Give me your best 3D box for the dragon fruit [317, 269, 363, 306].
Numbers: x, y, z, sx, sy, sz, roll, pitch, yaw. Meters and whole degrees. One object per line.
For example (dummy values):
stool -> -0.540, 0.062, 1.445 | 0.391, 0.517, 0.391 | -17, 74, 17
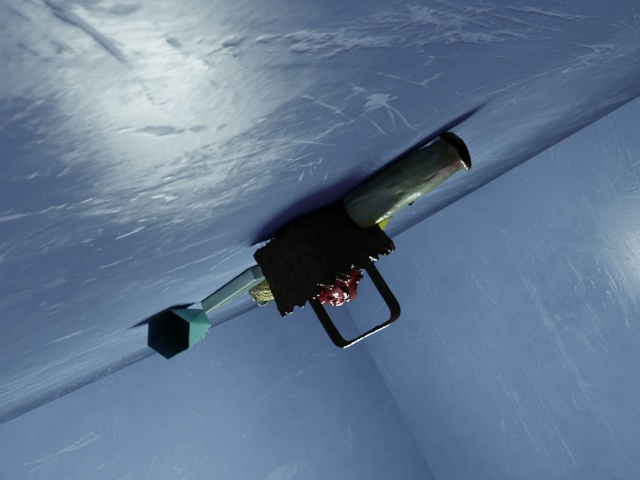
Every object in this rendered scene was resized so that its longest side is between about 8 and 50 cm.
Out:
dragon fruit -> 0.014, 0.102, 2.172 | 0.233, 0.234, 0.293 | -29, 152, 20

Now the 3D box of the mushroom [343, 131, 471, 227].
mushroom -> 0.187, -0.126, 1.439 | 0.312, 0.100, 0.081 | -31, -164, 31

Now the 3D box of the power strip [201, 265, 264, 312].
power strip -> -0.267, 0.153, 2.114 | 0.106, 0.043, 0.367 | -21, 172, -42

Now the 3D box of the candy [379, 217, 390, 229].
candy -> 0.127, -0.003, 2.355 | 0.187, 0.081, 0.297 | -26, 174, -32

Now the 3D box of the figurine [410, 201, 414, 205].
figurine -> 0.215, -0.146, 1.592 | 0.098, 0.082, 0.154 | -48, 171, 9

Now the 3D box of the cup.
cup -> -0.422, 0.272, 2.044 | 0.134, 0.148, 0.235 | -55, 171, 7

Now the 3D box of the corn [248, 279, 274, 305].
corn -> -0.112, 0.142, 2.316 | 0.292, 0.107, 0.106 | -16, 170, -25

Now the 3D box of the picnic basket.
picnic basket -> 0.038, 0.084, 1.576 | 0.291, 0.321, 0.254 | -25, 171, -42
